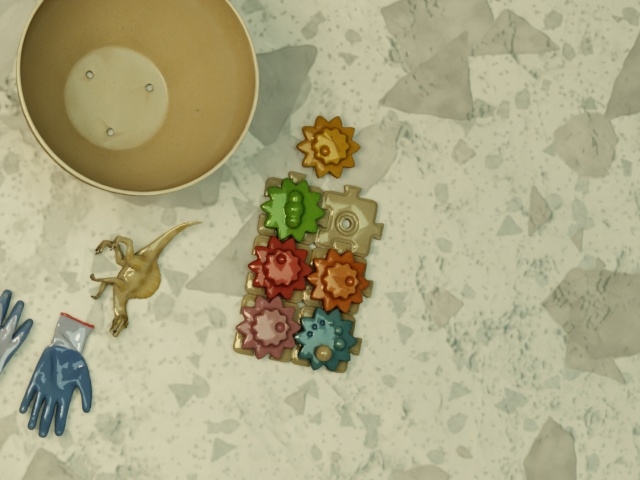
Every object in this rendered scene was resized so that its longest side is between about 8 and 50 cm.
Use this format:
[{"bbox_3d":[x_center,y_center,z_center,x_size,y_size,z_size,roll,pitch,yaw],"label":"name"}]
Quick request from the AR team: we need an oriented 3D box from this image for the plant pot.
[{"bbox_3d":[-0.237,-0.187,1.799,0.284,0.191,0.284,1,86,-17],"label":"plant pot"}]

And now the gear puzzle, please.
[{"bbox_3d":[0.000,0.000,1.933,0.176,0.044,0.338,13,83,-15],"label":"gear puzzle"}]

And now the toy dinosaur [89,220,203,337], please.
[{"bbox_3d":[-0.236,0.030,1.868,0.093,0.053,0.183,35,85,-27],"label":"toy dinosaur"}]

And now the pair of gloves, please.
[{"bbox_3d":[-0.367,0.152,1.820,0.198,0.023,0.159,23,75,-22],"label":"pair of gloves"}]
